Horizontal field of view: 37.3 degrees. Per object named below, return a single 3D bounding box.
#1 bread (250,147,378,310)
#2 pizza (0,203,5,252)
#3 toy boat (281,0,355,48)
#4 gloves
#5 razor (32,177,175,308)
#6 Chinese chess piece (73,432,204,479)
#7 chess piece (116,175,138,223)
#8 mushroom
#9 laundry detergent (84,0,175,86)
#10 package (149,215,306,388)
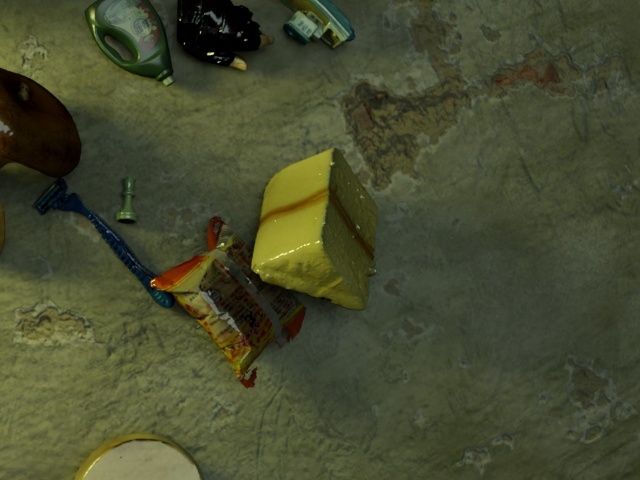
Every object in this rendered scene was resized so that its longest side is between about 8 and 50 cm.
[{"bbox_3d":[0.000,0.000,1.903,0.236,0.199,0.263,44,41,-40],"label":"bread"},{"bbox_3d":[-0.664,-0.045,1.683,0.226,0.147,0.069,29,34,-16],"label":"pizza"},{"bbox_3d":[-0.030,-0.474,2.006,0.215,0.088,0.102,42,74,-10],"label":"toy boat"},{"bbox_3d":[-0.192,-0.433,1.934,0.204,0.124,0.164,2,99,-12],"label":"gloves"},{"bbox_3d":[-0.396,0.008,1.816,0.324,0.093,0.056,44,35,-12],"label":"razor"},{"bbox_3d":[-0.333,0.480,1.733,0.251,0.097,0.250,3,79,-18],"label":"Chinese chess piece"},{"bbox_3d":[-0.374,-0.081,1.845,0.042,0.042,0.093,6,73,-19],"label":"chess piece"},{"bbox_3d":[-0.555,-0.191,1.706,0.267,0.254,0.267,16,39,-13],"label":"mushroom"},{"bbox_3d":[-0.367,-0.394,1.887,0.137,0.063,0.210,-35,96,-19],"label":"laundry detergent"},{"bbox_3d":[-0.167,0.115,1.837,0.288,0.108,0.223,45,56,-5],"label":"package"}]
